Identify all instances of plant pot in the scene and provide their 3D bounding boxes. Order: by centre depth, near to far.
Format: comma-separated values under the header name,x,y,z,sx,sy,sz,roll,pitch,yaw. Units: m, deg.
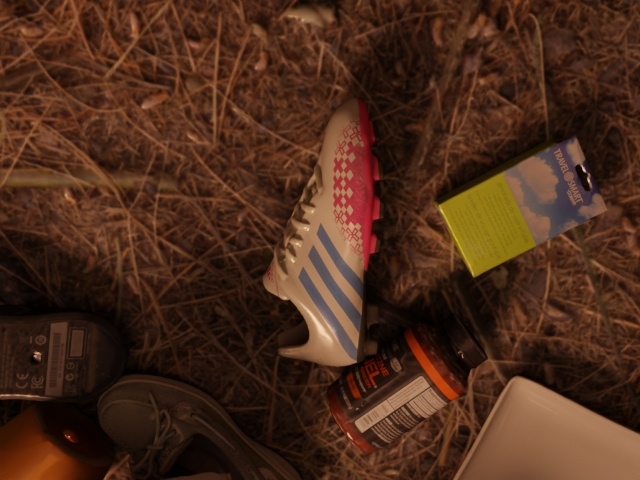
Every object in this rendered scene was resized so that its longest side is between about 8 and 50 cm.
name,x,y,z,sx,sy,sz,roll,pitch,yaw
plant pot,-0.379,0.317,0.753,0.205,0.205,0.188,41,85,-9

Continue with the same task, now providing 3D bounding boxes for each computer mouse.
name,x,y,z,sx,sy,sz,roll,pitch,yaw
computer mouse,-0.384,0.130,0.736,0.272,0.072,0.188,10,92,-22

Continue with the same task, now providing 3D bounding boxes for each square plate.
name,x,y,z,sx,sy,sz,roll,pitch,yaw
square plate,0.331,0.389,0.824,0.344,0.049,0.347,25,103,-5

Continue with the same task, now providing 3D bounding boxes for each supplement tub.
name,x,y,z,sx,sy,sz,roll,pitch,yaw
supplement tub,0.112,0.177,0.746,0.198,0.106,0.106,-38,101,9

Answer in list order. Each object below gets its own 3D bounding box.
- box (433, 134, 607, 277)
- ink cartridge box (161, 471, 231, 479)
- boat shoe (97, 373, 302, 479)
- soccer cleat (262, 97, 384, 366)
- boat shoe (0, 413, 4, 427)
name,x,y,z,sx,sy,sz,roll,pitch,yaw
box,0.244,-0.043,0.719,0.178,0.042,0.109,-28,103,7
ink cartridge box,-0.214,0.427,0.690,0.226,0.131,0.306,-4,130,-16
boat shoe,-0.159,0.296,0.779,0.320,0.103,0.118,40,101,-9
soccer cleat,0.000,0.000,0.696,0.143,0.116,0.331,0,104,0
boat shoe,-0.466,0.152,0.772,0.076,0.083,0.226,-7,105,-26
